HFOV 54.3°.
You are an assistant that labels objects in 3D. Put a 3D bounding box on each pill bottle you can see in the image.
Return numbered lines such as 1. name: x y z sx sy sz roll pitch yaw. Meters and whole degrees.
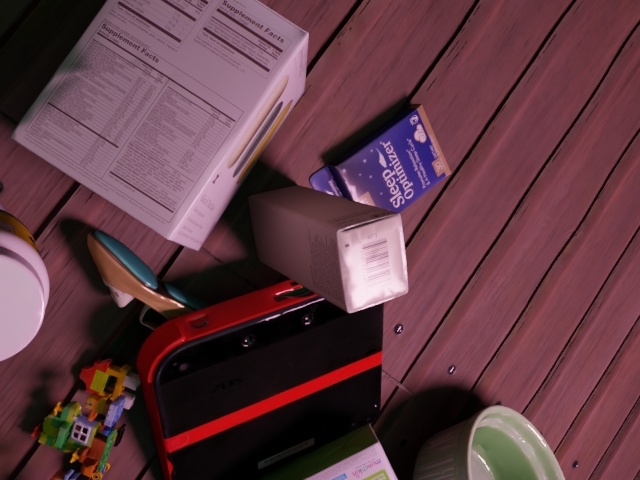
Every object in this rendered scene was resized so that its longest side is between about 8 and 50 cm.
1. pill bottle: -0.329 0.038 0.603 0.119 0.208 0.119 -7 105 -27

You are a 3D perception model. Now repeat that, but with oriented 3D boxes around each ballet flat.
1. ballet flat: -0.240 0.078 0.861 0.073 0.080 0.232 -48 119 2

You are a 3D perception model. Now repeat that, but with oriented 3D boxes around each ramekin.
1. ramekin: 0.307 0.467 1.127 0.303 0.148 0.303 26 47 -31

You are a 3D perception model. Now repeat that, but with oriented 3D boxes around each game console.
1. game console: -0.070 0.221 0.969 0.387 0.060 0.341 -17 126 -23

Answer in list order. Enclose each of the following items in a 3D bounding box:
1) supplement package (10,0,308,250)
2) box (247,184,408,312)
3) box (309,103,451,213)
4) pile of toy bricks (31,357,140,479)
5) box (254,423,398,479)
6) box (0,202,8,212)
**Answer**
1. supplement package: -0.167 -0.153 0.734 0.198 0.199 0.262 33 85 0
2. box: 0.000 0.000 0.853 0.094 0.275 0.113 -16 110 -25
3. box: 0.103 -0.107 1.023 0.225 0.036 0.136 -37 116 -15
4. pile of toy bricks: -0.337 0.268 0.848 0.105 0.118 0.212 22 102 2
5. box: 0.018 0.459 0.975 0.262 0.127 0.231 -27 89 -3
6. box: -0.433 -0.031 0.713 0.114 0.103 0.203 -35 116 -17
